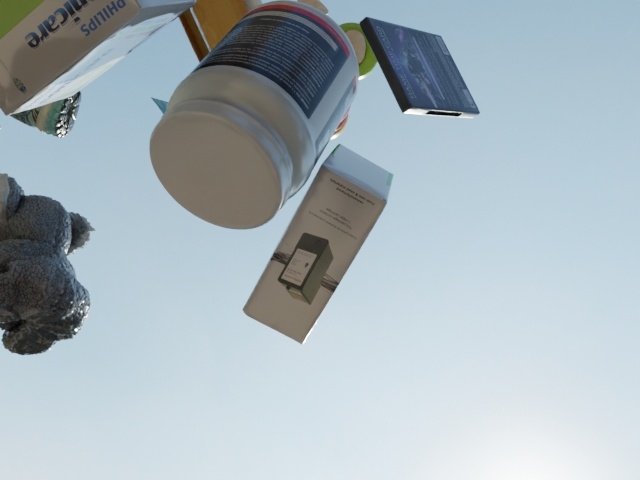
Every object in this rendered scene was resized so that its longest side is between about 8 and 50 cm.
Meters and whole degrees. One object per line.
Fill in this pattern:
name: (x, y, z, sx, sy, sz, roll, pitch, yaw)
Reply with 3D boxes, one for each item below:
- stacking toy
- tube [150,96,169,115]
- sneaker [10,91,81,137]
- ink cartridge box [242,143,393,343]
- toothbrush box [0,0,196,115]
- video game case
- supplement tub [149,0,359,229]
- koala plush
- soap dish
stacking toy: (-0.018, -0.408, 1.414, 0.309, 0.279, 0.130, 37, -4, -3)
tube: (-0.295, -0.276, 1.498, 0.080, 0.207, 0.052, 46, -70, 33)
sneaker: (-0.487, -0.336, 1.176, 0.122, 0.283, 0.110, 16, -13, -8)
ink cartridge box: (0.000, 0.000, 1.047, 0.115, 0.198, 0.273, 30, -70, -1)
toothbrush box: (-0.297, -0.303, 0.637, 0.206, 0.122, 0.283, -26, -78, 25)
video game case: (0.202, -0.333, 1.267, 0.026, 0.274, 0.196, -33, -105, 39)
supplement tub: (-0.075, -0.164, 0.820, 0.191, 0.272, 0.191, 14, -43, 14)
koala plush: (-0.420, 0.025, 0.939, 0.203, 0.221, 0.196, -20, -36, 28)
soap dish: (-0.180, -0.389, 1.187, 0.229, 0.118, 0.291, 67, -10, -26)
